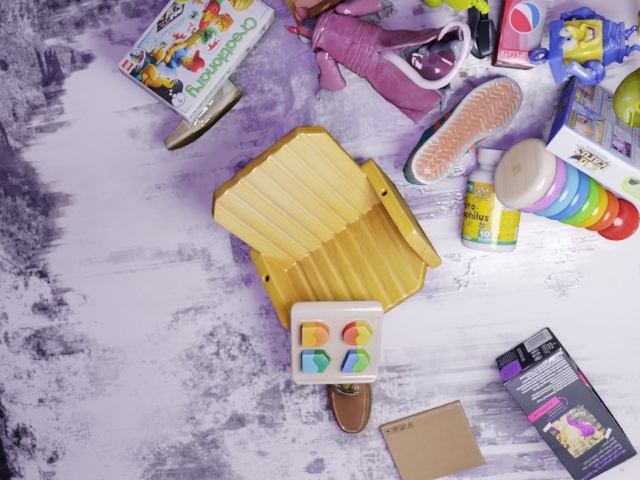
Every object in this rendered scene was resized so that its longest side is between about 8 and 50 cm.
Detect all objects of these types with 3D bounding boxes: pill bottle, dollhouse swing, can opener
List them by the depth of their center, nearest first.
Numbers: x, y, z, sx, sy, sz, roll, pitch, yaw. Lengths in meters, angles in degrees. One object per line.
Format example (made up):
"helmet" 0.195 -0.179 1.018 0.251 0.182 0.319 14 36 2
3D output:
"dollhouse swing" 0.000 0.000 1.312 0.346 0.305 0.315 -35 62 14
"can opener" 0.329 -0.467 1.319 0.073 0.059 0.186 -4 90 38
"pill bottle" 0.364 -0.086 1.344 0.117 0.117 0.209 7 101 9

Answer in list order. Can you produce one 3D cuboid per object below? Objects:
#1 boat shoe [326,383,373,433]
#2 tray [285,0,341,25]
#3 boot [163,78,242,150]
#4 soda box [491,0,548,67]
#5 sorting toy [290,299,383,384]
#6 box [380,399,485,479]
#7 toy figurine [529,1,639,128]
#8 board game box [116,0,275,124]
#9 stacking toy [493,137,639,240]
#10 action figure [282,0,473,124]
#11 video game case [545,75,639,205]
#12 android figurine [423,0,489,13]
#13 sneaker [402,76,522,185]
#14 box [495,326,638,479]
"boat shoe" 0.058 0.313 1.477 0.110 0.104 0.307 -4 99 11
"tray" -0.053 -0.681 1.315 0.202 0.076 0.411 -26 101 14
"boot" -0.306 -0.323 1.450 0.213 0.077 0.165 -39 92 7
"soda box" 0.408 -0.480 1.279 0.083 0.092 0.263 8 101 7
"sorting toy" 0.033 0.223 1.356 0.193 0.038 0.208 -1 119 -3
"box" 0.264 0.483 1.511 0.201 0.021 0.164 -22 95 13
"toy figurine" 0.503 -0.320 1.192 0.217 0.191 0.363 0 62 25
"board game box" -0.266 -0.430 1.386 0.193 0.053 0.305 36 84 2
"stacking toy" 0.507 -0.084 1.269 0.330 0.141 0.141 19 105 -27
"action figure" 0.091 -0.363 1.270 0.370 0.276 0.248 22 106 4
"video game case" 0.563 -0.189 1.216 0.244 0.269 0.061 33 132 3
"android figurine" 0.244 -0.557 1.233 0.056 0.248 0.273 -38 83 -20
"sneaker" 0.286 -0.231 1.345 0.302 0.121 0.108 -41 101 -7
"box" 0.518 0.348 1.365 0.143 0.165 0.270 -36 92 14
